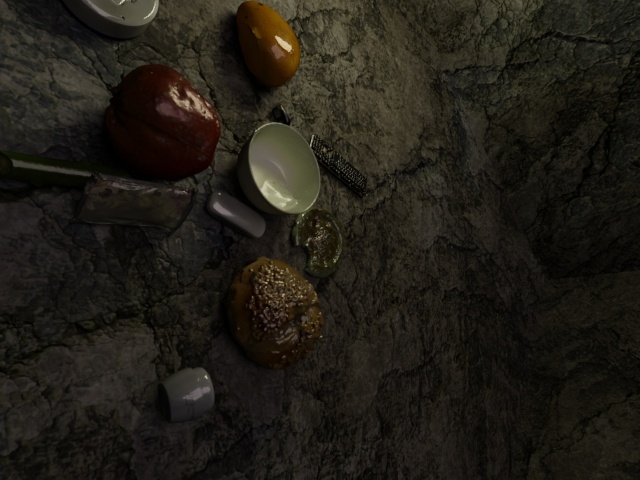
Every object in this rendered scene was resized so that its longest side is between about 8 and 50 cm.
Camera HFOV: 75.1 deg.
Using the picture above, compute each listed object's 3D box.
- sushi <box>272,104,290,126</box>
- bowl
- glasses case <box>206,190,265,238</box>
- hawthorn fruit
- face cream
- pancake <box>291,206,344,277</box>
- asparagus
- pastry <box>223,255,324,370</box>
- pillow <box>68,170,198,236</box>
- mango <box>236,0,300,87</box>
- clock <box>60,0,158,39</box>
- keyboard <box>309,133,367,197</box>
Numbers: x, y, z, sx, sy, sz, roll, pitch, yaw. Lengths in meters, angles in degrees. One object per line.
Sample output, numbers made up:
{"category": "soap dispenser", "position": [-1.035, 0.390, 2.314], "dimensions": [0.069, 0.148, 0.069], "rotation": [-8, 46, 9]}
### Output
{"category": "sushi", "position": [-0.131, -0.412, 1.392], "dimensions": [0.044, 0.046, 0.083], "rotation": [-34, 105, -44]}
{"category": "bowl", "position": [-0.142, -0.199, 1.256], "dimensions": [0.276, 0.145, 0.277], "rotation": [13, 70, -41]}
{"category": "glasses case", "position": [-0.238, -0.071, 1.192], "dimensions": [0.193, 0.049, 0.074], "rotation": [32, 58, -35]}
{"category": "hawthorn fruit", "position": [-0.368, -0.273, 0.980], "dimensions": [0.261, 0.258, 0.259], "rotation": [7, 72, -15]}
{"category": "face cream", "position": [-0.310, 0.356, 0.962], "dimensions": [0.104, 0.117, 0.117], "rotation": [-8, 86, -37]}
{"category": "pancake", "position": [0.000, 0.000, 1.426], "dimensions": [0.253, 0.037, 0.254], "rotation": [13, 71, -42]}
{"category": "asparagus", "position": [-0.539, -0.143, 0.898], "dimensions": [0.277, 0.060, 0.068], "rotation": [1, 90, -45]}
{"category": "pastry", "position": [-0.112, 0.197, 1.154], "dimensions": [0.284, 0.184, 0.316], "rotation": [-35, 105, -45]}
{"category": "pillow", "position": [-0.418, -0.089, 0.957], "dimensions": [0.254, 0.169, 0.059], "rotation": [6, 46, -44]}
{"category": "mango", "position": [-0.168, -0.638, 1.343], "dimensions": [0.190, 0.159, 0.291], "rotation": [-24, 88, -39]}
{"category": "clock", "position": [-0.522, -0.622, 1.025], "dimensions": [0.230, 0.083, 0.231], "rotation": [12, 74, -44]}
{"category": "keyboard", "position": [0.073, -0.276, 1.579], "dimensions": [0.317, 0.027, 0.106], "rotation": [33, 57, -36]}
